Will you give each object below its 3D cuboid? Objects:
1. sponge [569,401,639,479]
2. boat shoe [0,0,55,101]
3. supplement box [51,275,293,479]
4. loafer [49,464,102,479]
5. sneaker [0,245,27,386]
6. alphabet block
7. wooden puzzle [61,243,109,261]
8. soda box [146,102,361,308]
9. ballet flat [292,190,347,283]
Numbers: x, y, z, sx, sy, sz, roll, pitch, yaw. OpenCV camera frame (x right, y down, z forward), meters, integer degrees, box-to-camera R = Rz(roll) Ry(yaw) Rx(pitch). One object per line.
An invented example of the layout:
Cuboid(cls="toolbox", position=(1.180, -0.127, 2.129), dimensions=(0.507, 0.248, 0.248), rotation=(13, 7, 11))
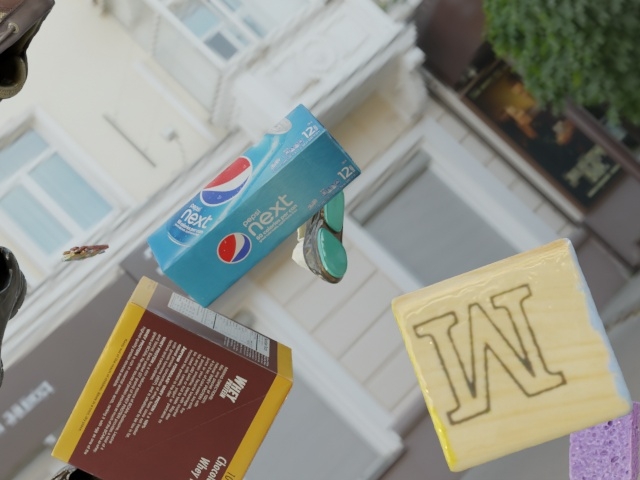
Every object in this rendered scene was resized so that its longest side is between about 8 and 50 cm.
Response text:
Cuboid(cls="sponge", position=(0.461, 0.362, 1.820), dimensions=(0.031, 0.210, 0.117), rotation=(9, -10, -43))
Cuboid(cls="boat shoe", position=(-0.353, -0.183, 1.169), dimensions=(0.285, 0.092, 0.103), rotation=(-47, 2, 45))
Cuboid(cls="supplement box", position=(-0.156, 0.176, 1.231), dimensions=(0.191, 0.194, 0.129), rotation=(-62, 6, 8))
Cuboid(cls="loafer", position=(-0.373, 0.374, 1.715), dimensions=(0.220, 0.080, 0.078), rotation=(-39, -8, 24))
Cuboid(cls="sneaker", position=(-0.541, 0.135, 1.761), dimensions=(0.130, 0.109, 0.286), rotation=(109, 168, -58))
Cuboid(cls="alphabet block", position=(0.204, 0.127, 1.220), dimensions=(0.197, 0.193, 0.192), rotation=(-20, -11, 4))
Cuboid(cls="wooden puzzle", position=(-0.333, 0.018, 1.584), dimensions=(0.049, 0.006, 0.083), rotation=(-27, -13, 34))
Cuboid(cls="soda box", position=(-0.067, -0.034, 1.114), dimensions=(0.210, 0.067, 0.071), rotation=(-41, -51, 3))
Cuboid(cls="ballet flat", position=(0.000, 0.000, 2.147), dimensions=(0.096, 0.095, 0.280), rotation=(-34, 29, 28))
